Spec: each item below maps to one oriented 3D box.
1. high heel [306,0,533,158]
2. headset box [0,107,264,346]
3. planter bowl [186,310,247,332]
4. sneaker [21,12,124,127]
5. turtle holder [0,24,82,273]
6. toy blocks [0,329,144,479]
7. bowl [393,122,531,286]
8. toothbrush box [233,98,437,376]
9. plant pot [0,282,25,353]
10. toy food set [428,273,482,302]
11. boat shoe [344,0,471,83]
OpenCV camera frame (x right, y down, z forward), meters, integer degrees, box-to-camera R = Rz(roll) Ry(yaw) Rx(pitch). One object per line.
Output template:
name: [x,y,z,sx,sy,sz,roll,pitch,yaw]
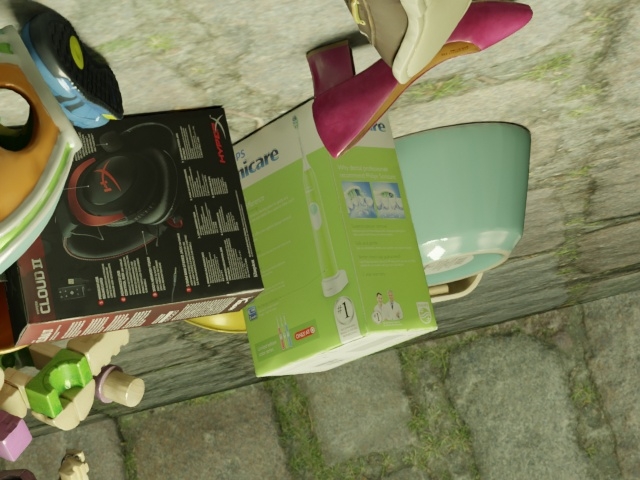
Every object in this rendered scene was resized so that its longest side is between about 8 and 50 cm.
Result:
high heel: [0.107,-0.167,1.488,0.244,0.117,0.082,-14,167,5]
headset box: [-0.233,-0.015,1.585,0.293,0.218,0.110,-9,166,-22]
planter bowl: [-0.143,0.028,2.039,0.217,0.217,0.090,-2,128,-39]
sneaker: [-0.247,-0.147,1.340,0.082,0.069,0.209,-10,168,6]
turtle holder: [-0.319,-0.064,1.208,0.227,0.243,0.320,-32,169,-6]
toy blocks: [-0.427,0.167,1.924,0.260,0.309,0.288,15,-134,28]
bowl: [0.159,-0.034,2.015,0.311,0.163,0.311,-13,167,-3]
toothbrush box: [0.000,0.000,1.727,0.122,0.283,0.206,-2,163,-43]
plant pot: [-0.418,0.028,1.691,0.205,0.205,0.188,-4,180,-35]
toy food set: [0.075,0.022,2.208,0.306,0.092,0.220,-9,-157,-10]
boat shoe: [0.070,-0.226,1.253,0.116,0.096,0.324,-53,172,-5]
